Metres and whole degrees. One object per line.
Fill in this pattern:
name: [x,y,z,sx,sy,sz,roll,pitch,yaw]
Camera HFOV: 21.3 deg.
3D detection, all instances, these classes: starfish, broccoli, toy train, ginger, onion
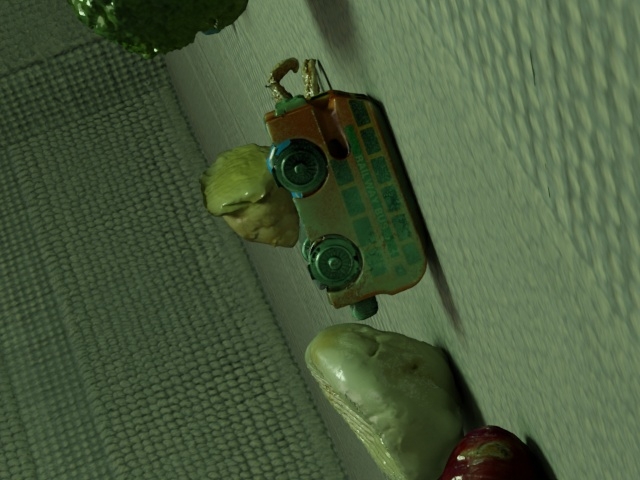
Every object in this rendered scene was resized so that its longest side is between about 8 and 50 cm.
starfish: [0.004,-0.070,1.610,0.150,0.053,0.210,-112,1,-64]
broccoli: [-0.103,-0.260,1.387,0.302,0.186,0.254,-74,3,-67]
toy train: [0.020,-0.032,1.356,0.072,0.099,0.188,-124,12,-79]
ginger: [-0.084,-0.062,2.296,0.123,0.115,0.193,54,-166,-27]
onion: [0.122,0.189,1.237,0.107,0.097,0.107,-8,-90,-79]

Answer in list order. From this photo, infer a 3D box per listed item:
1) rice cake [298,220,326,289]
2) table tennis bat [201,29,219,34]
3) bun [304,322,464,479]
rice cake: [0.000,0.001,1.982,0.222,0.042,0.080,91,161,-79]
table tennis bat: [-0.184,-0.386,2.328,0.329,0.044,0.215,-114,7,-48]
bun: [0.069,0.134,1.498,0.183,0.102,0.183,49,171,10]
